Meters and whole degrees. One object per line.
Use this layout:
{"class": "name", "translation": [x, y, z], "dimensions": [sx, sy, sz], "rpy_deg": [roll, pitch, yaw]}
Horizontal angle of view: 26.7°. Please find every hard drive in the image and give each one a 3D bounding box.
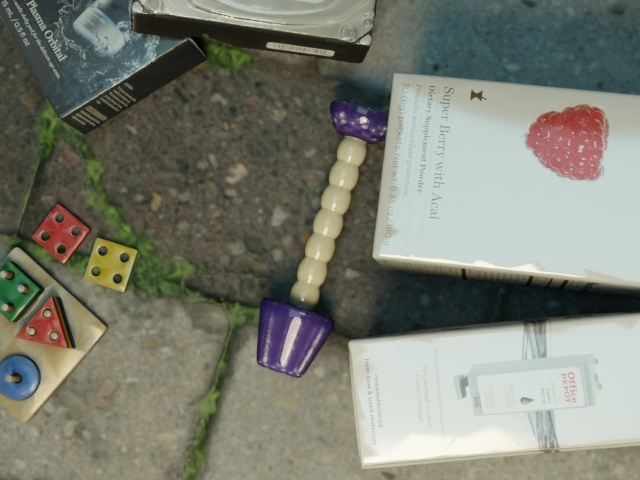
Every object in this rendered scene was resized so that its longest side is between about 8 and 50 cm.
{"class": "hard drive", "translation": [-0.051, -0.357, 1.339], "dimensions": [0.237, 0.064, 0.338], "rpy_deg": [8, 76, -6]}

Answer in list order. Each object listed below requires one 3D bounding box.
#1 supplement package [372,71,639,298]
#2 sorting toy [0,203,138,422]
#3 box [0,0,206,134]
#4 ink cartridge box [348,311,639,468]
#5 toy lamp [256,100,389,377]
{"class": "supplement package", "translation": [0.208, -0.046, 1.271], "dimensions": [0.293, 0.175, 0.177], "rpy_deg": [6, 85, 7]}
{"class": "sorting toy", "translation": [-0.307, 0.090, 1.389], "dimensions": [0.132, 0.046, 0.274], "rpy_deg": [41, 91, 8]}
{"class": "box", "translation": [-0.227, -0.219, 1.383], "dimensions": [0.158, 0.093, 0.156], "rpy_deg": [-31, 82, 2]}
{"class": "ink cartridge box", "translation": [0.178, 0.133, 1.244], "dimensions": [0.283, 0.207, 0.117], "rpy_deg": [-6, 86, 6]}
{"class": "toy lamp", "translation": [0.000, 0.000, 1.344], "dimensions": [0.080, 0.080, 0.274], "rpy_deg": [16, 86, 8]}
